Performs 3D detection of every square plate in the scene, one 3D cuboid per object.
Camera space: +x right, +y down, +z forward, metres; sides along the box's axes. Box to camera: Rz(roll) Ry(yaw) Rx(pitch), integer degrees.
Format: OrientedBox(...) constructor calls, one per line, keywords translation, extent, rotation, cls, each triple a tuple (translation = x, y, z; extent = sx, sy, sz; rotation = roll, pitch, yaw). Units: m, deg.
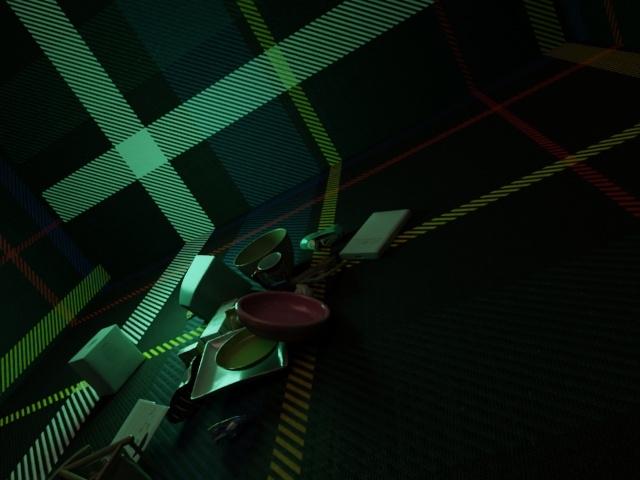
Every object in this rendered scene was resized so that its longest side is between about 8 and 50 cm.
OrientedBox(translation=(-0.268, 0.413, 1.706), extent=(0.347, 0.049, 0.344), rotation=(-21, 22, 5), cls="square plate")

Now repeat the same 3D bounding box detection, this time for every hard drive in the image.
OrientedBox(translation=(0.238, -0.026, 2.051), extent=(0.203, 0.040, 0.307), rotation=(-3, 33, 43), cls="hard drive")

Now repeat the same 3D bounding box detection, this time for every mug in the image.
OrientedBox(translation=(-0.192, 0.153, 2.071), extent=(0.150, 0.169, 0.113), rotation=(-8, 34, 38), cls="mug")

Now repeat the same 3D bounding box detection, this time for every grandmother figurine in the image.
OrientedBox(translation=(-0.179, 0.269, 1.909), extent=(0.342, 0.104, 0.208), rotation=(-24, 7, 14), cls="grandmother figurine")

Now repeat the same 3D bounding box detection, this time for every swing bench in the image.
OrientedBox(translation=(-0.542, 0.673, 1.254), extent=(0.255, 0.253, 0.165), rotation=(-21, 22, 26), cls="swing bench")

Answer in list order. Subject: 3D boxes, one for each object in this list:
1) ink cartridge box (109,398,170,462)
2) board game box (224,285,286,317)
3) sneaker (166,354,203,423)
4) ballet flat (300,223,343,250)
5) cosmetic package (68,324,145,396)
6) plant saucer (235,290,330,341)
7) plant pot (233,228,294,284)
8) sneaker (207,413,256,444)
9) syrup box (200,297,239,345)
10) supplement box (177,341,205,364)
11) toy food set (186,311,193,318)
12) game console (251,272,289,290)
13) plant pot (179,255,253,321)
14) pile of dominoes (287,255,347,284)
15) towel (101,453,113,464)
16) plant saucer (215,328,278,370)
OrientedBox(translation=(-0.600, 0.664, 1.558), extent=(0.239, 0.060, 0.275), rotation=(-10, 43, 44), cls="ink cartridge box")
OrientedBox(translation=(-0.254, 0.237, 1.917), extent=(0.124, 0.039, 0.259), rotation=(-26, -5, 34), cls="board game box")
OrientedBox(translation=(-0.473, 0.543, 1.721), extent=(0.108, 0.100, 0.271), rotation=(-49, 12, 34), cls="sneaker")
OrientedBox(translation=(0.000, 0.000, 2.308), extent=(0.247, 0.083, 0.087), rotation=(-25, 35, 23), cls="ballet flat")
OrientedBox(translation=(-0.981, 0.555, 2.212), extent=(0.138, 0.224, 0.224), rotation=(-21, 22, 34), cls="cosmetic package")
OrientedBox(translation=(-0.131, 0.267, 1.670), extent=(0.332, 0.084, 0.332), rotation=(5, 12, -1), cls="plant saucer")
OrientedBox(translation=(-0.234, 0.103, 2.234), extent=(0.284, 0.191, 0.284), rotation=(-28, 20, 11), cls="plant pot")
OrientedBox(translation=(-0.257, 0.556, 1.419), extent=(0.144, 0.059, 0.053), rotation=(-19, -14, -10), cls="sneaker")
OrientedBox(translation=(-0.402, 0.358, 2.022), extent=(0.093, 0.096, 0.237), rotation=(-22, 21, 24), cls="syrup box")
OrientedBox(translation=(-0.537, 0.473, 1.996), extent=(0.098, 0.062, 0.036), rotation=(-26, 22, 17), cls="supplement box")
OrientedBox(translation=(-0.656, 0.368, 2.476), extent=(0.083, 0.020, 0.083), rotation=(-32, 19, 0), cls="toy food set")
OrientedBox(translation=(-0.200, 0.151, 1.925), extent=(0.085, 0.124, 0.144), rotation=(-48, 1, -2), cls="game console")
OrientedBox(translation=(-0.526, 0.244, 2.280), extent=(0.247, 0.248, 0.252), rotation=(0, 53, 55), cls="plant pot")
OrientedBox(translation=(-0.020, 0.120, 1.981), extent=(0.196, 0.040, 0.251), rotation=(-12, 7, 30), cls="pile of dominoes")
OrientedBox(translation=(-0.740, 0.819, 1.422), extent=(0.237, 0.037, 0.329), rotation=(-38, 25, 14), cls="towel")
OrientedBox(translation=(-0.245, 0.375, 1.654), extent=(0.241, 0.037, 0.241), rotation=(-18, 22, 7), cls="plant saucer")
